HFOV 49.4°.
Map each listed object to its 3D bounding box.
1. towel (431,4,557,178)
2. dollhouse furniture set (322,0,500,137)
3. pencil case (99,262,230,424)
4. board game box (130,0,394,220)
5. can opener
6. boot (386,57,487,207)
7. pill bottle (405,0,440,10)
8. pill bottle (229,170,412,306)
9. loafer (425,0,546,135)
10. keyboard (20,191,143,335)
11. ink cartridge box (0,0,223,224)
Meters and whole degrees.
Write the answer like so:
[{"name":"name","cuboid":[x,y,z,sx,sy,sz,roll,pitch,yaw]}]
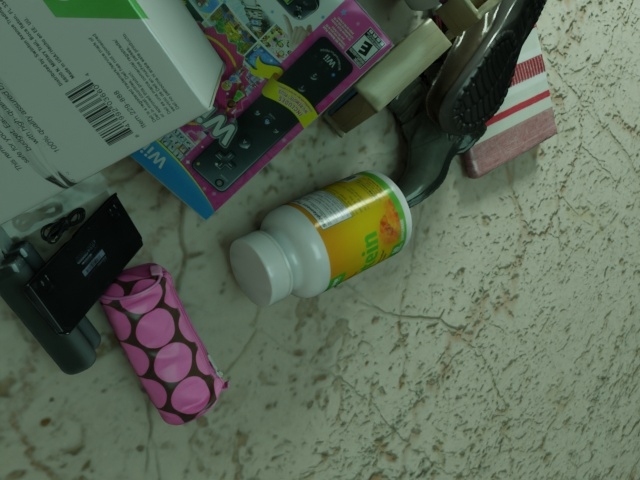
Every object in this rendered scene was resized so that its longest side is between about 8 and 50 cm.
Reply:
[{"name":"towel","cuboid":[0.312,-0.303,1.250,0.237,0.037,0.329,-28,111,-29]},{"name":"dollhouse furniture set","cuboid":[0.035,-0.346,0.965,0.286,0.198,0.303,-43,98,-10]},{"name":"pencil case","cuboid":[-0.199,0.129,0.894,0.098,0.095,0.209,-20,115,4]},{"name":"board game box","cuboid":[-0.104,-0.204,0.795,0.303,0.097,0.224,-41,113,17]},{"name":"can opener","cuboid":[-0.356,0.041,0.788,0.093,0.074,0.280,-29,116,8]},{"name":"boot","cuboid":[0.150,-0.172,1.134,0.161,0.083,0.246,48,69,-17]},{"name":"pill bottle","cuboid":[0.112,-0.483,0.993,0.283,0.161,0.161,47,69,-32]},{"name":"pill bottle","cuboid":[0.000,0.000,0.994,0.246,0.136,0.136,-26,111,-31]},{"name":"loafer","cuboid":[0.251,-0.320,1.116,0.366,0.130,0.134,-59,147,-22]},{"name":"keyboard","cuboid":[-0.280,0.014,0.812,0.108,0.023,0.180,66,31,-30]},{"name":"ink cartridge box","cuboid":[-0.275,-0.167,0.672,0.289,0.121,0.211,-24,122,16]}]
